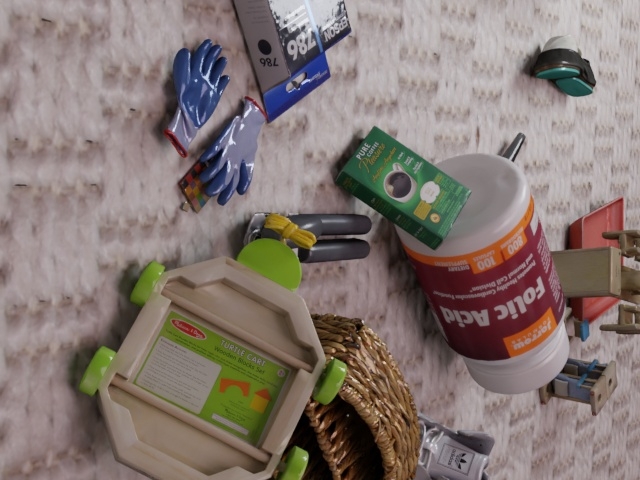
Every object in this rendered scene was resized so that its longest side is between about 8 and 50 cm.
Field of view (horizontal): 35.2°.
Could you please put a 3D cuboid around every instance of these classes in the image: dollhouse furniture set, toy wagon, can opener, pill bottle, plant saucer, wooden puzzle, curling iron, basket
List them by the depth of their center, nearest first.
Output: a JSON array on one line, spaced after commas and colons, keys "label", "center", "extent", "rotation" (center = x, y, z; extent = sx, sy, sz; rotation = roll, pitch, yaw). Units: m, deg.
[{"label": "toy wagon", "center": [-0.104, 0.127, 1.180], "extent": [0.267, 0.068, 0.344], "rotation": [29, 63, -6]}, {"label": "wooden puzzle", "center": [-0.152, -0.069, 1.259], "extent": [0.083, 0.006, 0.049], "rotation": [-55, 135, -35]}, {"label": "basket", "center": [-0.006, 0.273, 1.334], "extent": [0.223, 0.214, 0.299], "rotation": [-46, 129, -42]}, {"label": "can opener", "center": [0.000, 0.000, 1.403], "extent": [0.283, 0.095, 0.075], "rotation": [-3, 98, -54]}, {"label": "pill bottle", "center": [0.285, 0.068, 1.699], "extent": [0.224, 0.224, 0.392], "rotation": [-56, 136, -33]}, {"label": "curling iron", "center": [0.327, -0.097, 1.896], "extent": [0.274, 0.035, 0.068], "rotation": [-63, 144, -25]}, {"label": "dollhouse furniture set", "center": [0.606, 0.086, 2.162], "extent": [0.242, 0.161, 0.212], "rotation": [15, 74, -45]}, {"label": "dollhouse furniture set", "center": [0.551, 0.259, 2.177], "extent": [0.129, 0.129, 0.183], "rotation": [-38, 125, -45]}, {"label": "plant saucer", "center": [0.637, 0.044, 2.337], "extent": [0.259, 0.048, 0.258], "rotation": [-22, 112, -52]}]

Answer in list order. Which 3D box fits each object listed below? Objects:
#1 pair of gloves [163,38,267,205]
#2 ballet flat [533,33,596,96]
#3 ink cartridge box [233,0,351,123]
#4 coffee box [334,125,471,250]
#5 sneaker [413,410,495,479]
[{"label": "pair of gloves", "center": [-0.132, -0.148, 1.254], "extent": [0.198, 0.023, 0.159], "rotation": [52, 48, -44]}, {"label": "ballet flat", "center": [0.493, -0.361, 2.051], "extent": [0.280, 0.095, 0.096], "rotation": [7, 80, -65]}, {"label": "ink cartridge box", "center": [-0.045, -0.335, 1.323], "extent": [0.165, 0.065, 0.332], "rotation": [-46, 131, -42]}, {"label": "coffee box", "center": [0.125, -0.080, 1.516], "extent": [0.113, 0.184, 0.040], "rotation": [-57, -179, -34]}, {"label": "sneaker", "center": [0.140, 0.293, 1.541], "extent": [0.137, 0.210, 0.365], "rotation": [-59, 138, -31]}]
